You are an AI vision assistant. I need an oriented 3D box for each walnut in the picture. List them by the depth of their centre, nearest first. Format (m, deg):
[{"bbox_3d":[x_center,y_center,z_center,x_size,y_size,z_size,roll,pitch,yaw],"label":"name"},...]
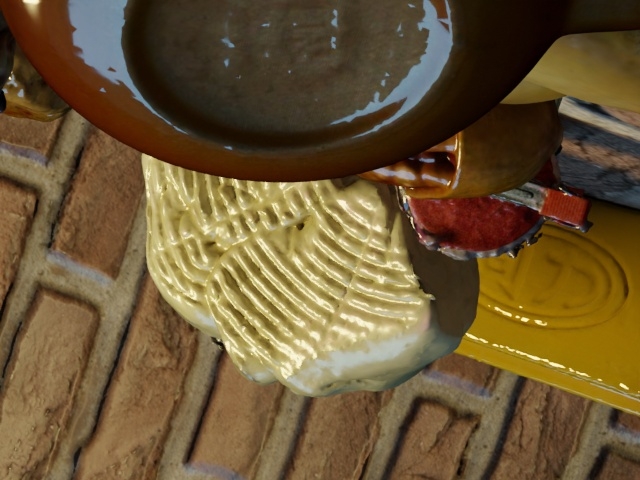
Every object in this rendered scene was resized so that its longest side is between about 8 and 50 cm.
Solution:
[{"bbox_3d":[0.040,-0.086,0.858,0.207,0.115,0.116,21,179,16],"label":"walnut"}]

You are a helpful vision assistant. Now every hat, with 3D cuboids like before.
[{"bbox_3d":[0.121,-0.069,1.160,0.140,0.129,0.227,-5,-162,-1],"label":"hat"}]

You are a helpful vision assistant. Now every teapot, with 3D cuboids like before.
[{"bbox_3d":[0.009,-0.108,0.454,0.252,0.135,0.178,0,147,-7],"label":"teapot"}]

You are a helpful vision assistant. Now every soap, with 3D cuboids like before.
[{"bbox_3d":[0.246,0.045,1.563,0.324,0.204,0.096,16,167,31],"label":"soap"}]

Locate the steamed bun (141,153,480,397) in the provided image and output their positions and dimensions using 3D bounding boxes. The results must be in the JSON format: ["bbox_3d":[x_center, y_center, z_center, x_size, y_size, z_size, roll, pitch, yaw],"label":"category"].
[{"bbox_3d":[0.000,0.000,1.340,0.320,0.275,0.206,57,-159,16],"label":"steamed bun"}]

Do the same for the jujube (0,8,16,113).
[{"bbox_3d":[-0.320,-0.151,0.876,0.226,0.226,0.317,18,179,30],"label":"jujube"}]

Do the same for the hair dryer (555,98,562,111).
[{"bbox_3d":[0.132,-0.093,0.985,0.063,0.038,0.124,18,-176,11],"label":"hair dryer"}]

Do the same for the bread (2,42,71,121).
[{"bbox_3d":[-0.305,-0.185,1.271,0.230,0.123,0.230,17,173,2],"label":"bread"}]

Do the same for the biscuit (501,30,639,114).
[{"bbox_3d":[0.027,-0.121,0.648,0.291,0.062,0.237,20,178,-24],"label":"biscuit"}]
